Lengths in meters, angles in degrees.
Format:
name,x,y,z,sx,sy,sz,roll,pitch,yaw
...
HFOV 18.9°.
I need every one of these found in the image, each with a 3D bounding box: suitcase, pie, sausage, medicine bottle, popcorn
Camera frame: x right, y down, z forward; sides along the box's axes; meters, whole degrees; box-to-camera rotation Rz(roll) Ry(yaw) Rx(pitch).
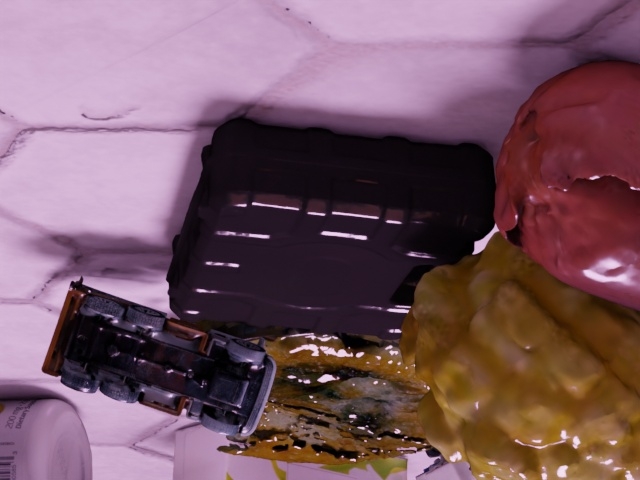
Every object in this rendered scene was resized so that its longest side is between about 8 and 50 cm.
name,x,y,z,sx,sy,sz,roll,pitch,yaw
suitcase,0.000,-0.001,1.420,0.206,0.066,0.285,5,159,-10
pie,0.015,0.132,1.763,0.297,0.078,0.371,-3,158,10
sausage,0.235,-0.022,1.222,0.280,0.152,0.152,16,156,-29
medicine bottle,-0.393,0.245,1.986,0.289,0.157,0.157,-3,159,14
popcorn,0.193,0.093,1.345,0.174,0.225,0.286,-38,162,33

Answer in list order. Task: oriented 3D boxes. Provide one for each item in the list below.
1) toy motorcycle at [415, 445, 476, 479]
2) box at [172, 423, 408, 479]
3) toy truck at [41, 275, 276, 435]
name,x,y,z,sx,sy,sz,roll,pitch,yaw
toy motorcycle,0.173,0.208,1.868,0.150,0.102,0.221,-24,173,-27
box,-0.033,0.313,2.081,0.260,0.194,0.111,18,155,-38
toy truck,-0.128,0.093,1.567,0.178,0.080,0.115,20,-174,-5
